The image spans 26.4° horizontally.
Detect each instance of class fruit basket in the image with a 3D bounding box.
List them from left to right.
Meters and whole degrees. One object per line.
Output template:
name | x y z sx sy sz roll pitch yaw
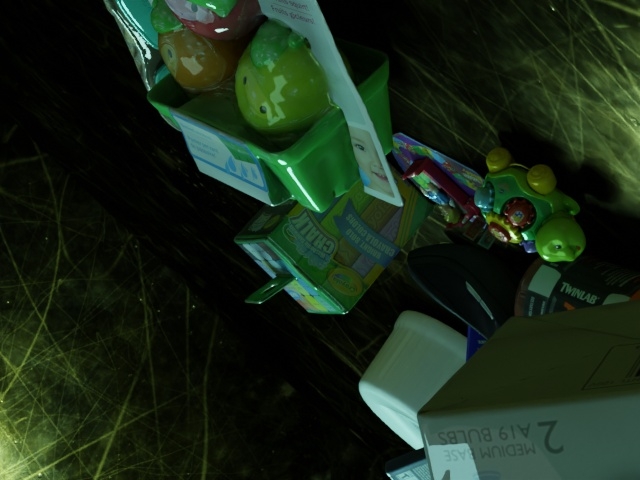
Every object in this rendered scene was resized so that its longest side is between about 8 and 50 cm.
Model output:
fruit basket | -0.089 -0.196 1.275 0.327 0.165 0.353 27 158 45

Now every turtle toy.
turtle toy | 0.193 -0.024 1.257 0.130 0.066 0.095 29 163 41

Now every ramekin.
ramekin | 0.188 0.241 2.010 0.277 0.135 0.277 38 167 10

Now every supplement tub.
supplement tub | 0.280 0.078 1.268 0.198 0.106 0.106 23 159 52

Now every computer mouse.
computer mouse | 0.224 0.072 1.437 0.262 0.060 0.184 44 -152 26

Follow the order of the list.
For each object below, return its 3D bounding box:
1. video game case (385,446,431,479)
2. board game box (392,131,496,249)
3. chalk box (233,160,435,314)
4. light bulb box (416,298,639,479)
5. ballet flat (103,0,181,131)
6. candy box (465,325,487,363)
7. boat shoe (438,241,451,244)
video game case | 0.256 0.318 1.887 0.196 0.274 0.026 50 -155 -36
board game box | 0.130 -0.046 1.439 0.169 0.033 0.133 31 164 34
chalk box | 0.000 0.000 1.553 0.132 0.213 0.132 43 167 -14
light bulb box | 0.286 0.216 0.796 0.358 0.225 0.361 -11 98 26
ballet flat | -0.178 -0.243 1.549 0.106 0.107 0.316 56 171 31
candy box | 0.231 0.269 1.571 0.122 0.317 0.268 1 154 14
boat shoe | 0.178 0.035 1.555 0.137 0.049 0.043 21 118 56
